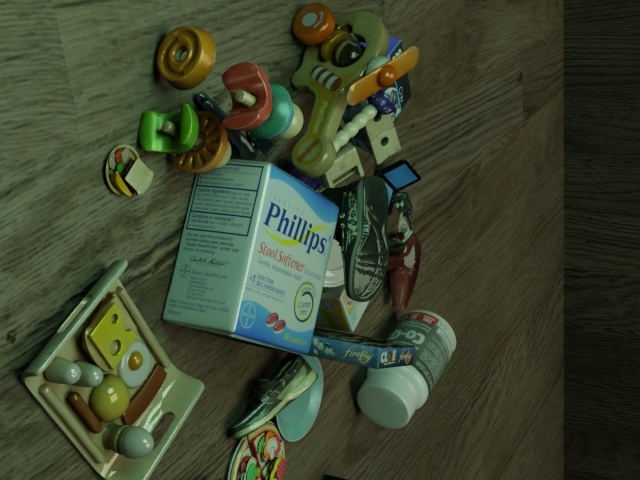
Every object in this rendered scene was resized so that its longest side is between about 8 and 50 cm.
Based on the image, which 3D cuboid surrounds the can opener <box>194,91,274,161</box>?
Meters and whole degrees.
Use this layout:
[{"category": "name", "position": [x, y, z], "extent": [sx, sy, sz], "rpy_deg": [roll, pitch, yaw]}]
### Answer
[{"category": "can opener", "position": [-0.156, -0.195, 1.526], "extent": [0.073, 0.059, 0.186], "rpy_deg": [-51, 135, -2]}]

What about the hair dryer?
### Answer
[{"category": "hair dryer", "position": [0.167, 0.047, 2.127], "extent": [0.223, 0.080, 0.293], "rpy_deg": [-50, 135, -34]}]

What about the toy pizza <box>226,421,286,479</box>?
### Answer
[{"category": "toy pizza", "position": [-0.118, 0.457, 1.741], "extent": [0.201, 0.032, 0.201], "rpy_deg": [-19, 112, -58]}]

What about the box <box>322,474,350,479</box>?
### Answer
[{"category": "box", "position": [0.063, 0.653, 2.021], "extent": [0.207, 0.108, 0.153], "rpy_deg": [58, 47, -47]}]

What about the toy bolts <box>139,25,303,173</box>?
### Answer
[{"category": "toy bolts", "position": [-0.140, -0.216, 1.384], "extent": [0.158, 0.228, 0.218], "rpy_deg": [20, 71, -59]}]

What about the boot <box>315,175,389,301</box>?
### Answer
[{"category": "boot", "position": [0.043, -0.001, 1.691], "extent": [0.085, 0.179, 0.236], "rpy_deg": [10, 82, -40]}]

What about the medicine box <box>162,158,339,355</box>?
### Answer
[{"category": "medicine box", "position": [-0.112, 0.034, 1.549], "extent": [0.263, 0.149, 0.289], "rpy_deg": [28, 72, -59]}]

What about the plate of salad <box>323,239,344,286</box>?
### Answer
[{"category": "plate of salad", "position": [0.000, 0.000, 1.794], "extent": [0.200, 0.048, 0.199], "rpy_deg": [12, 68, -32]}]

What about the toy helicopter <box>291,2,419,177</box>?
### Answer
[{"category": "toy helicopter", "position": [0.042, -0.279, 1.668], "extent": [0.140, 0.235, 0.355], "rpy_deg": [44, 58, -55]}]

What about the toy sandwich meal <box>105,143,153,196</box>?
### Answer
[{"category": "toy sandwich meal", "position": [-0.289, -0.104, 1.331], "extent": [0.085, 0.029, 0.085], "rpy_deg": [-19, 112, -58]}]

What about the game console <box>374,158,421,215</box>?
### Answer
[{"category": "game console", "position": [0.179, -0.125, 2.105], "extent": [0.122, 0.071, 0.107], "rpy_deg": [38, 63, -56]}]

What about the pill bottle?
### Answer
[{"category": "pill bottle", "position": [0.210, 0.312, 2.156], "extent": [0.283, 0.161, 0.161], "rpy_deg": [-49, 136, -45]}]

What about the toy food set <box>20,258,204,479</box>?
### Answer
[{"category": "toy food set", "position": [-0.292, 0.207, 1.324], "extent": [0.219, 0.092, 0.306], "rpy_deg": [-59, 143, -36]}]

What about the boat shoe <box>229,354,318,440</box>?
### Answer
[{"category": "boat shoe", "position": [-0.100, 0.299, 1.706], "extent": [0.223, 0.080, 0.073], "rpy_deg": [-35, 91, -36]}]

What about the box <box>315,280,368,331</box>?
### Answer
[{"category": "box", "position": [0.051, 0.080, 1.888], "extent": [0.203, 0.103, 0.114], "rpy_deg": [-60, 144, -35]}]

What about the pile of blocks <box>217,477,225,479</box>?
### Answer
[{"category": "pile of blocks", "position": [-0.213, 0.460, 1.458], "extent": [0.362, 0.149, 0.112], "rpy_deg": [5, 92, -60]}]

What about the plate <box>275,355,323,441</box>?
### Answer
[{"category": "plate", "position": [-0.050, 0.323, 1.843], "extent": [0.188, 0.024, 0.188], "rpy_deg": [-21, 115, -57]}]

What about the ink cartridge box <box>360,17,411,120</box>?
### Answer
[{"category": "ink cartridge box", "position": [0.136, -0.367, 2.010], "extent": [0.206, 0.045, 0.208], "rpy_deg": [-55, 139, -39]}]

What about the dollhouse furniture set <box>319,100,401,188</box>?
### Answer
[{"category": "dollhouse furniture set", "position": [0.046, -0.215, 1.841], "extent": [0.184, 0.129, 0.129], "rpy_deg": [-35, 130, -16]}]

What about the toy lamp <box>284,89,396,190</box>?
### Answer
[{"category": "toy lamp", "position": [0.028, -0.185, 1.720], "extent": [0.275, 0.080, 0.080], "rpy_deg": [-45, 142, -3]}]

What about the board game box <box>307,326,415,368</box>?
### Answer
[{"category": "board game box", "position": [0.044, 0.211, 1.761], "extent": [0.165, 0.243, 0.042], "rpy_deg": [8, 89, -61]}]
